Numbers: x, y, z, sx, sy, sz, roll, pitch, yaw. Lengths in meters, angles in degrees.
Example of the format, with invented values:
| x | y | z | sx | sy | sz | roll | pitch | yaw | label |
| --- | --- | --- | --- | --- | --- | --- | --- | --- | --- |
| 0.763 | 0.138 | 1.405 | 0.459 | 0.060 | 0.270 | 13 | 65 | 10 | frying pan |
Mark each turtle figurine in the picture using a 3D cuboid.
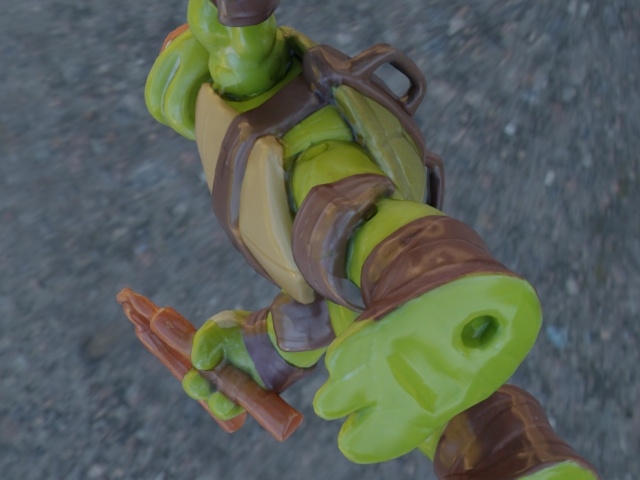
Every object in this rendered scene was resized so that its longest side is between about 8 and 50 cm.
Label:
| x | y | z | sx | sy | sz | roll | pitch | yaw | label |
| --- | --- | --- | --- | --- | --- | --- | --- | --- | --- |
| 0.000 | 0.000 | 0.555 | 0.087 | 0.217 | 0.270 | -17 | 131 | -16 | turtle figurine |
